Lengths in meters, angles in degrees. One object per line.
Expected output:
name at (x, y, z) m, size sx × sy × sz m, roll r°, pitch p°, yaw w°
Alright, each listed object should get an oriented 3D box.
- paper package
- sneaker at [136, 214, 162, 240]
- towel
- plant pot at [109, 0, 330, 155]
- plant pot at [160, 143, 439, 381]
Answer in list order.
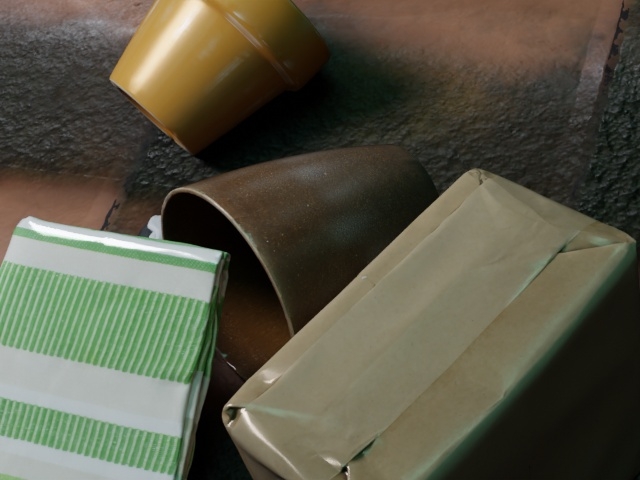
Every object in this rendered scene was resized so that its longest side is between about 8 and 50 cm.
paper package at (0.112, 0.155, 1.148) m, size 0.168 × 0.324 × 0.309 m, roll 34°, pitch 67°, yaw 34°
sneaker at (-0.240, 0.079, 1.442) m, size 0.153 × 0.101 × 0.268 m, roll 9°, pitch 58°, yaw 15°
towel at (-0.215, 0.151, 1.324) m, size 0.248 × 0.038 × 0.324 m, roll 10°, pitch 89°, yaw 22°
plant pot at (-0.126, -0.205, 1.596) m, size 0.188 × 0.205 × 0.205 m, roll -48°, pitch 55°, yaw -4°
plant pot at (0.000, 0.000, 1.400) m, size 0.230 × 0.215 × 0.215 m, roll -28°, pitch 49°, yaw -27°
